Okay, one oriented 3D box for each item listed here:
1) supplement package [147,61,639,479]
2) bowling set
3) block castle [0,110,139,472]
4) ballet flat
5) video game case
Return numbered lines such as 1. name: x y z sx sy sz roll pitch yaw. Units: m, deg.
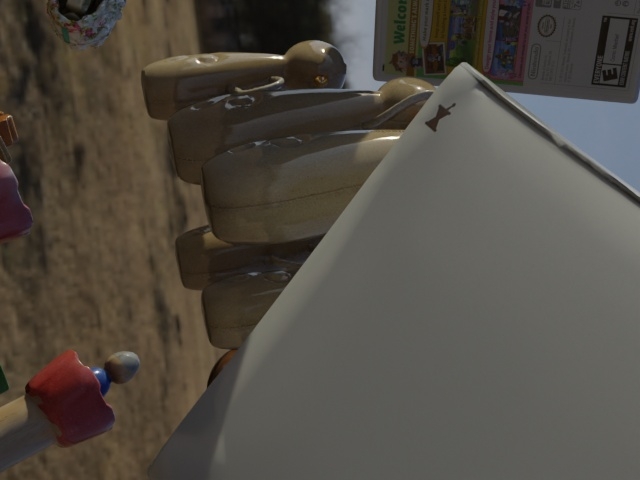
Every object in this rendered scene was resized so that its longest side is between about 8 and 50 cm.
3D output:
1. supplement package: 0.085 0.099 0.397 0.204 0.145 0.262 -52 -148 9
2. bowling set: 0.000 0.000 0.698 0.287 0.154 0.200 -124 -153 -63
3. block castle: -0.376 0.019 1.247 0.453 0.212 0.303 25 -43 55
4. ballet flat: -0.201 -0.300 1.196 0.077 0.091 0.241 -7 112 -89
5. video game case: 0.136 -0.197 0.849 0.023 0.193 0.212 -76 170 -53
